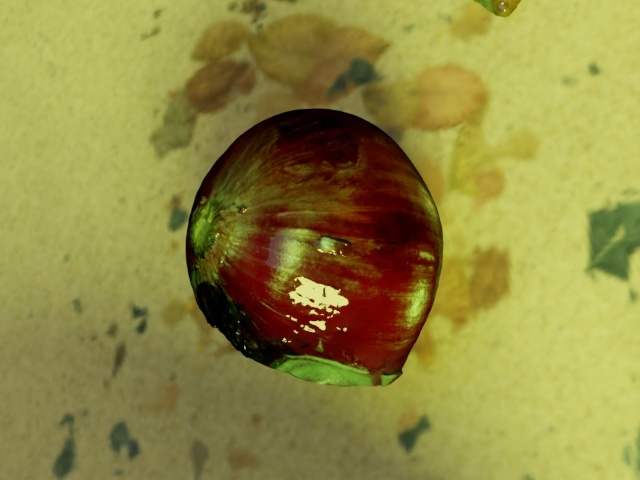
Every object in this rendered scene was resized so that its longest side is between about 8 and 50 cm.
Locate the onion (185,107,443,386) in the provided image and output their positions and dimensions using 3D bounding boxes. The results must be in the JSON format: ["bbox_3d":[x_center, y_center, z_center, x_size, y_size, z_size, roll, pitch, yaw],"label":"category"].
[{"bbox_3d":[0.000,0.000,0.801,0.117,0.118,0.118,19,87,46],"label":"onion"}]

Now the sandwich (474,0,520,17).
[{"bbox_3d":[0.113,-0.214,0.848,0.117,0.144,0.187,42,135,30],"label":"sandwich"}]
